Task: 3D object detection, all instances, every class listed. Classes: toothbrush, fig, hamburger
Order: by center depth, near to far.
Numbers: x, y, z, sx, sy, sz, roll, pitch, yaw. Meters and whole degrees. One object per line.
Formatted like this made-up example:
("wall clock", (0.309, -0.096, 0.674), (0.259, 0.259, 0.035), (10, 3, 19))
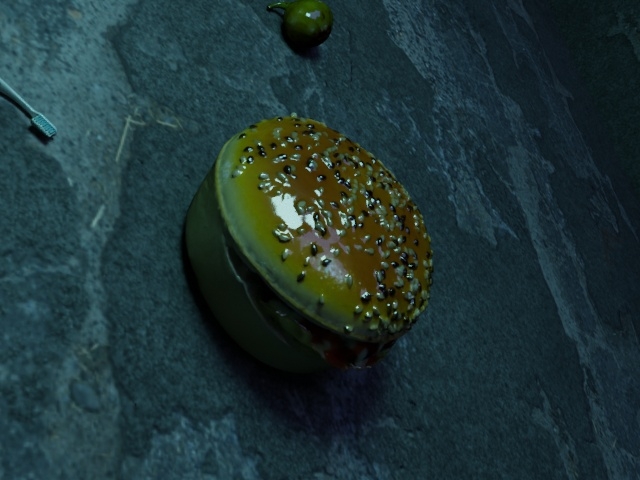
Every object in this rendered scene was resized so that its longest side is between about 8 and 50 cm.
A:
("toothbrush", (-0.330, -0.170, 0.712), (0.204, 0.017, 0.022), (44, 16, -17))
("hamburger", (0.000, 0.000, 0.832), (0.300, 0.176, 0.300), (30, 41, -30))
("fig", (-0.027, -0.350, 1.195), (0.084, 0.082, 0.098), (-33, 70, -22))
